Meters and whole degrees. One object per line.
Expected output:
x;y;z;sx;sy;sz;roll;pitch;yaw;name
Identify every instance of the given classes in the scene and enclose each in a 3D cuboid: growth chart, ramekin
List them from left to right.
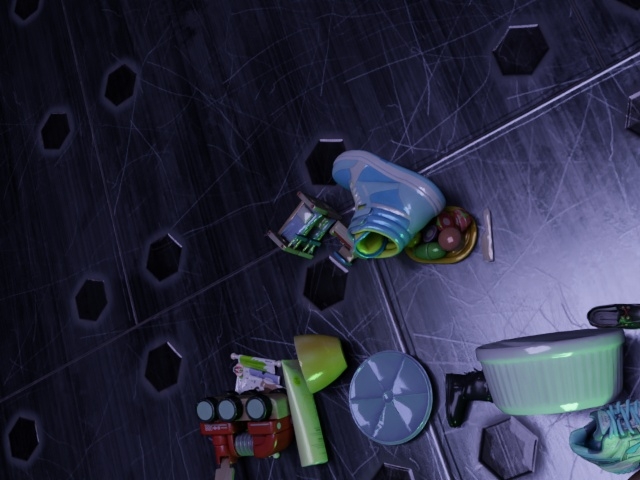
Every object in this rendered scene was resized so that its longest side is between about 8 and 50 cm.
-0.149;0.389;2.123;0.171;0.021;0.237;-2;79;30;growth chart
0.431;0.242;1.658;0.272;0.273;0.127;-10;85;30;ramekin

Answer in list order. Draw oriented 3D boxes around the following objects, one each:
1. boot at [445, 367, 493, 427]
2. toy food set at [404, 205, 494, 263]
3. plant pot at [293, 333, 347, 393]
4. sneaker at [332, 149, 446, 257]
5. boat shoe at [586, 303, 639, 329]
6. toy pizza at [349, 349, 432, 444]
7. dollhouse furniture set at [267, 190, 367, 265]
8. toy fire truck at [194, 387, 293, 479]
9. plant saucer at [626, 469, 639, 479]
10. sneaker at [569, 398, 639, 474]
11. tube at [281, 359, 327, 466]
0.309;0.323;1.840;0.099;0.045;0.121;-7;75;27;boot
0.261;-0.018;1.925;0.217;0.071;0.128;-1;79;31;toy food set
0.006;0.265;2.002;0.095;0.134;0.134;-18;69;2;plant pot
0.095;-0.075;1.955;0.319;0.127;0.208;24;68;46;sneaker
0.578;0.145;1.712;0.133;0.042;0.049;-8;73;29;boat shoe
0.154;0.339;1.938;0.201;0.032;0.201;-6;77;30;toy pizza
0.000;0.000;2.049;0.183;0.129;0.129;44;104;31;dollhouse furniture set
-0.175;0.473;2.034;0.217;0.158;0.247;-8;88;28;toy fire truck
0.627;0.502;1.607;0.198;0.036;0.199;-7;75;30;plant saucer
0.545;0.331;1.564;0.283;0.122;0.110;124;159;-48;sneaker
-0.038;0.385;2.018;0.062;0.070;0.240;-10;74;-11;tube
